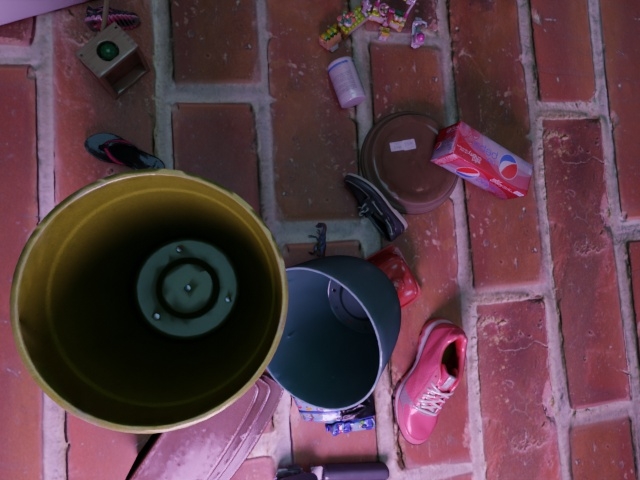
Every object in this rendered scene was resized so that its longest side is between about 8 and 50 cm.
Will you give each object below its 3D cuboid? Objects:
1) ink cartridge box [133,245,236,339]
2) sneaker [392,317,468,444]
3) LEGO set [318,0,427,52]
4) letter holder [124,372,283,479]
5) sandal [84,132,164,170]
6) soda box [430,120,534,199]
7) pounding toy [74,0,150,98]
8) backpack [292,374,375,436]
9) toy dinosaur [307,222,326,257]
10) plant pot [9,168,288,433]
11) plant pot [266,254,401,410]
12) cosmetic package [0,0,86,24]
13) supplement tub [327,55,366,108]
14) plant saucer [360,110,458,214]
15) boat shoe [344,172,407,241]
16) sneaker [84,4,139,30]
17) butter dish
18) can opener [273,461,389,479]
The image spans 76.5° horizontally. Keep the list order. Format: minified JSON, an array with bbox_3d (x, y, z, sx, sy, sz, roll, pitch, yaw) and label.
[{"bbox_3d":[-0.330,0.165,0.921,0.223,0.045,0.224,-44,95,-11],"label":"ink cartridge box"},{"bbox_3d":[0.267,0.340,0.974,0.115,0.136,0.314,20,83,-7],"label":"sneaker"},{"bbox_3d":[0.136,-0.568,1.029,0.286,0.107,0.132,-6,87,-11],"label":"LEGO set"},{"bbox_3d":[-0.227,0.417,0.871,0.214,0.152,0.302,36,81,-8],"label":"letter holder"},{"bbox_3d":[-0.447,-0.199,0.928,0.179,0.040,0.067,22,83,-8],"label":"sandal"},{"bbox_3d":[0.416,-0.198,1.039,0.263,0.083,0.092,22,80,-21],"label":"soda box"},{"bbox_3d":[-0.459,-0.415,0.890,0.100,0.141,0.130,45,80,-4],"label":"pounding toy"},{"bbox_3d":[0.026,0.367,0.917,0.173,0.158,0.117,-7,80,-8],"label":"backpack"},{"bbox_3d":[0.000,0.000,1.009,0.090,0.047,0.082,43,68,-38],"label":"toy dinosaur"},{"bbox_3d":[-0.260,0.095,0.736,0.366,0.353,0.367,1,85,-11],"label":"plant pot"},{"bbox_3d":[0.037,0.162,0.867,0.292,0.235,0.293,9,108,28],"label":"plant pot"},{"bbox_3d":[-0.710,-0.689,0.887,0.284,0.097,0.377,-23,90,-13],"label":"cosmetic package"},{"bbox_3d":[0.066,-0.398,1.023,0.071,0.071,0.107,-19,89,-11],"label":"supplement tub"},{"bbox_3d":[0.242,-0.207,1.058,0.277,0.041,0.278,1,86,-10],"label":"plant saucer"},{"bbox_3d":[0.128,-0.081,1.010,0.206,0.075,0.065,43,77,-10],"label":"boat shoe"},{"bbox_3d":[-0.487,-0.527,0.946,0.119,0.047,0.057,-8,76,-12],"label":"sneaker"},{"bbox_3d":[0.169,0.106,0.982,0.160,0.118,0.160,-28,91,-11],"label":"butter dish"},{"bbox_3d":[0.029,0.568,0.934,0.283,0.095,0.076,3,86,-10],"label":"can opener"}]
